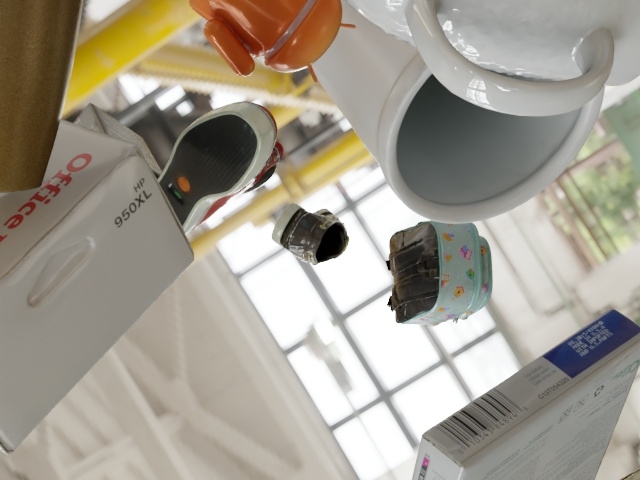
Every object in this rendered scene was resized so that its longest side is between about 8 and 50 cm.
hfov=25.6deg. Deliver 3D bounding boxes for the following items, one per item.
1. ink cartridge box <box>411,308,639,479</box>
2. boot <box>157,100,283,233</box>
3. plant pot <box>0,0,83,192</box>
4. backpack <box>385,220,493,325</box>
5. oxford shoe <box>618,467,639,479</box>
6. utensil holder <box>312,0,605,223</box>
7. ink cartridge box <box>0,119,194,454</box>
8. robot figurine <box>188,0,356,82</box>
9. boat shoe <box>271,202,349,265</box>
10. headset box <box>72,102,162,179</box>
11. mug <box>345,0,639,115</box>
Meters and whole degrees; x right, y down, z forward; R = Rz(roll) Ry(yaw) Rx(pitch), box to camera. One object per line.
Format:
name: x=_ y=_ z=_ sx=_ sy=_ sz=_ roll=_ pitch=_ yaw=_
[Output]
ink cartridge box: x=0.215 y=0.271 z=1.594 sx=0.324 sy=0.330 sz=0.071 roll=-27 pitch=-127 yaw=-37
boot: x=-0.084 y=-0.105 z=1.597 sx=0.176 sy=0.244 sz=0.088 roll=-33 pitch=-95 yaw=-39
plant pot: x=-0.317 y=-0.170 z=1.257 sx=0.237 sy=0.237 sz=0.254 roll=-32 pitch=-60 yaw=-78
backpack: x=0.194 y=0.049 z=2.240 sx=0.188 sy=0.144 sz=0.165 roll=135 pitch=137 yaw=-71
oxford shoe: x=0.531 y=0.406 z=2.176 sx=0.140 sy=0.397 sz=0.146 roll=43 pitch=174 yaw=6
utensil holder: x=0.158 y=-0.267 z=1.962 sx=0.327 sy=0.328 sz=0.385 roll=44 pitch=-170 yaw=-46
ink cartridge box: x=-0.371 y=0.008 z=1.434 sx=0.395 sy=0.285 sz=0.166 roll=19 pitch=147 yaw=39
robot figurine: x=-0.067 y=-0.283 z=1.662 sx=0.219 sy=0.128 sz=0.158 roll=36 pitch=-145 yaw=-13
boat shoe: x=0.000 y=0.000 z=1.968 sx=0.069 sy=0.081 sz=0.228 roll=30 pitch=-175 yaw=17
headset box: x=-0.418 y=-0.083 z=2.551 sx=0.131 sy=0.246 sz=0.283 roll=34 pitch=-171 yaw=-26
mug: x=0.198 y=-0.285 z=1.522 sx=0.276 sy=0.328 sz=0.374 roll=114 pitch=157 yaw=-51
